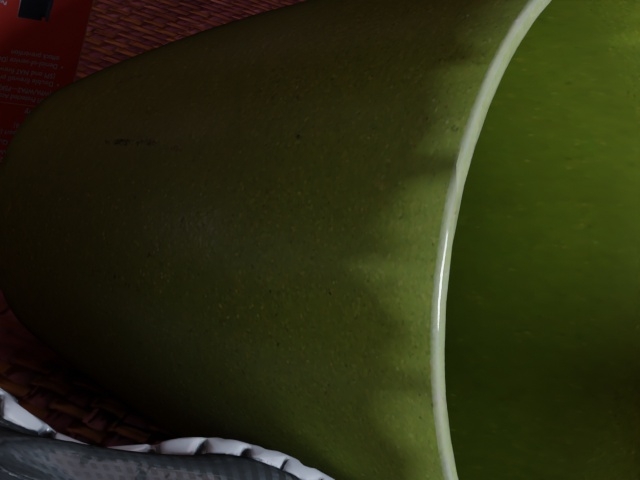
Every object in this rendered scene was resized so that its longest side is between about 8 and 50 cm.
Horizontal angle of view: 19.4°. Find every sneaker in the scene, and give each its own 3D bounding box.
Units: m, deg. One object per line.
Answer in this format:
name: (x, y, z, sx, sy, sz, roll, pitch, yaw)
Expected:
sneaker: (-0.087, 0.117, 0.712, 0.234, 0.078, 0.106, 16, 23, 6)

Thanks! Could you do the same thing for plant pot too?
plant pot: (0.000, 0.000, 0.859, 0.293, 0.275, 0.275, 8, 12, 34)

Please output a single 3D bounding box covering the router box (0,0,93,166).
router box: (-0.216, -0.192, 1.092, 0.082, 0.301, 0.335, 6, 22, -28)
